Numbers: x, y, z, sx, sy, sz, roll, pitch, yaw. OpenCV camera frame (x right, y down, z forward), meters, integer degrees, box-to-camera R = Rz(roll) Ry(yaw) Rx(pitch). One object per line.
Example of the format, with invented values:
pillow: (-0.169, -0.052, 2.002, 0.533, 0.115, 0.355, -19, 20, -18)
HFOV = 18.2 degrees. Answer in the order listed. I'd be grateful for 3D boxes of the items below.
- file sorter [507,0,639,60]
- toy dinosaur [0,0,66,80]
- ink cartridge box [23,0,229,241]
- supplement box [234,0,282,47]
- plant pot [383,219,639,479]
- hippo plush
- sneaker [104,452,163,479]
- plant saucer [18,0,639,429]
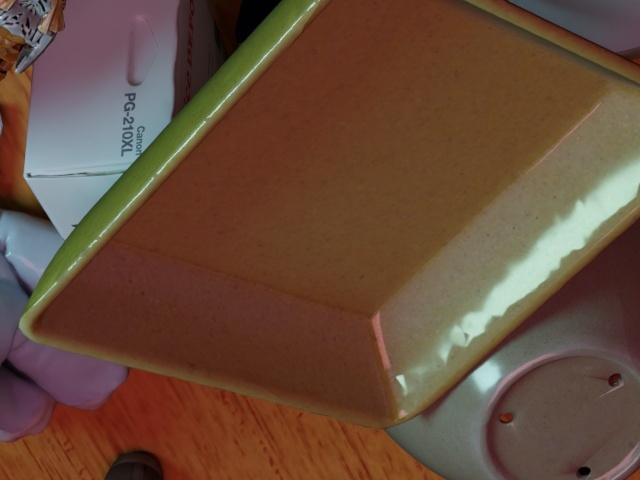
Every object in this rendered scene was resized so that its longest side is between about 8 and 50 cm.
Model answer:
file sorter: (0.187, -0.213, 1.290, 0.193, 0.173, 0.277, -13, 121, 13)
toy dinosaur: (-0.274, -0.115, 1.205, 0.322, 0.218, 0.164, -16, 143, 18)
ink cartridge box: (-0.116, -0.066, 1.349, 0.100, 0.172, 0.237, -4, 153, 8)
supplement box: (-0.019, -0.134, 1.407, 0.056, 0.083, 0.083, -12, 120, 12)
plant pot: (0.158, 0.080, 1.436, 0.284, 0.191, 0.284, -5, 121, -8)
hippo plush: (-0.259, 0.080, 1.470, 0.234, 0.236, 0.294, 3, 123, 3)
sneaker: (-0.175, 0.268, 1.682, 0.066, 0.071, 0.188, 10, 122, -2)
plant saucer: (0.029, -0.036, 1.209, 0.333, 0.081, 0.333, 19, 127, -41)
